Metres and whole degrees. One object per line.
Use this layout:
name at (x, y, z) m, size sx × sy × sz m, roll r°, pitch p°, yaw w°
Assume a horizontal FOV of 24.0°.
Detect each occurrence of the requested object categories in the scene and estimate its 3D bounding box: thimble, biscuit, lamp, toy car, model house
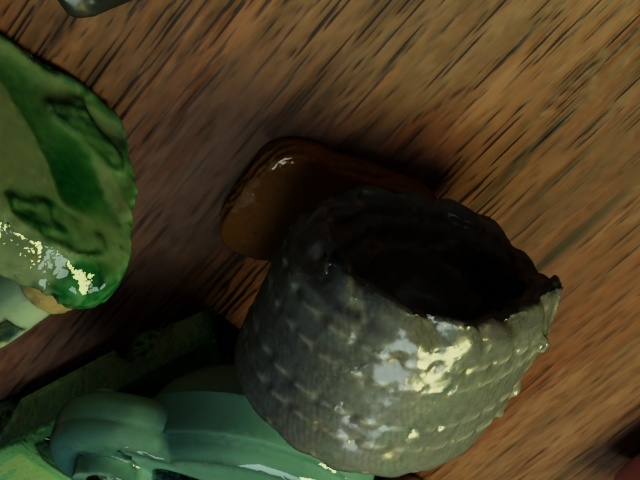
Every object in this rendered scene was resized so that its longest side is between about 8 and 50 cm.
thimble at (0.062, 0.068, 1.185) m, size 0.236 × 0.205 × 0.172 m, roll 10°, pitch 128°, yaw -26°
biscuit at (0.000, 0.000, 1.284) m, size 0.192 × 0.036 × 0.186 m, roll 19°, pitch 135°, yaw -27°
lamp at (-0.085, 0.184, 1.275) m, size 0.284 × 0.147 × 0.209 m, roll -3°, pitch 152°, yaw -11°
toy car at (-0.189, 0.172, 1.406) m, size 0.321 × 0.097 × 0.141 m, roll -27°, pitch 136°, yaw 21°
model house at (-0.336, -0.004, 1.102) m, size 0.325 × 0.194 × 0.267 m, roll -32°, pitch 135°, yaw 29°

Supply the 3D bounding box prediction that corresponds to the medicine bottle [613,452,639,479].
medicine bottle at (0.454, 0.236, 1.530) m, size 0.178 × 0.178 × 0.291 m, roll 21°, pitch 132°, yaw -31°

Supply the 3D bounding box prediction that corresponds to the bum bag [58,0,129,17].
bum bag at (-0.074, -0.221, 0.990) m, size 0.248 × 0.060 × 0.123 m, roll -9°, pitch 141°, yaw -1°

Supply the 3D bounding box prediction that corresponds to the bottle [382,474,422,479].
bottle at (-0.010, 0.362, 1.624) m, size 0.297 × 0.173 × 0.206 m, roll -23°, pitch 106°, yaw 21°
